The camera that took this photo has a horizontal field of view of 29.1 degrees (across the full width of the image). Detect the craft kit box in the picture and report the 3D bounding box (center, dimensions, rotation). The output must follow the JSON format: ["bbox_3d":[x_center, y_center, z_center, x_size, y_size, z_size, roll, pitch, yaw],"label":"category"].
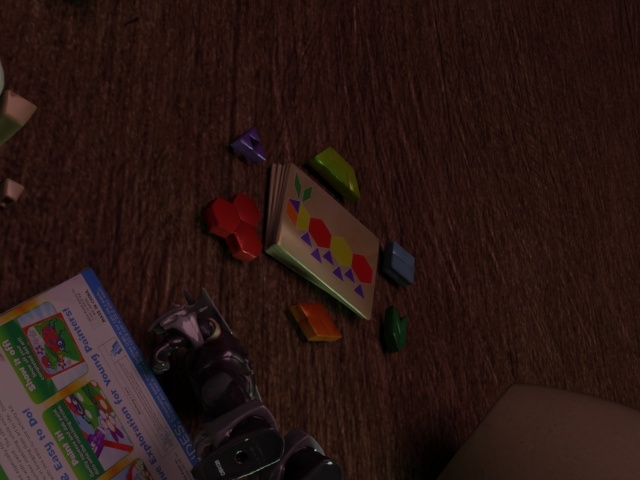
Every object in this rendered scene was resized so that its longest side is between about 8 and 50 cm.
[{"bbox_3d":[-0.221,0.177,1.036,0.250,0.061,0.246,61,31,-2],"label":"craft kit box"}]

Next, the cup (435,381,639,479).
[{"bbox_3d":[0.264,0.299,1.408,0.237,0.331,0.331,38,32,12],"label":"cup"}]

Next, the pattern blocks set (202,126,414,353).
[{"bbox_3d":[0.000,0.000,1.480,0.325,0.026,0.285,46,37,-23],"label":"pattern blocks set"}]

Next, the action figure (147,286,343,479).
[{"bbox_3d":[-0.085,0.149,1.118,0.185,0.099,0.285,54,-5,-24],"label":"action figure"}]

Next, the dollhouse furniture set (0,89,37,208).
[{"bbox_3d":[-0.279,-0.102,1.103,0.091,0.114,0.081,32,39,-34],"label":"dollhouse furniture set"}]

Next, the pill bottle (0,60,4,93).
[{"bbox_3d":[-0.397,-0.257,0.972,0.204,0.204,0.361,-4,70,-54],"label":"pill bottle"}]
